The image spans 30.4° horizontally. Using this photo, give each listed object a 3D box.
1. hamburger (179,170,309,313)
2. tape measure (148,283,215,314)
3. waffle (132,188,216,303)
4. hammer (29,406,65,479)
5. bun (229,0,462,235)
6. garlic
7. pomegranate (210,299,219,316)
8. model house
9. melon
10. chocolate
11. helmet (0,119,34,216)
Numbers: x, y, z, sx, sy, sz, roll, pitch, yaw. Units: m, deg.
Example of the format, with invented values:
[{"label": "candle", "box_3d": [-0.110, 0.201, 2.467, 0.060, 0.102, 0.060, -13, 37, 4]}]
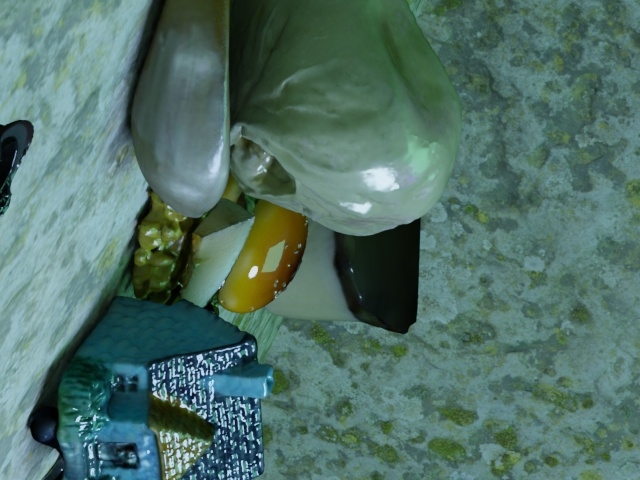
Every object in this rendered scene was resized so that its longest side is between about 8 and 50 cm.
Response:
[{"label": "hamburger", "box_3d": [-0.108, 0.001, 1.850, 0.246, 0.170, 0.246, -61, 175, -9]}, {"label": "tape measure", "box_3d": [-0.230, 0.158, 1.757, 0.199, 0.112, 0.186, 75, 39, -83]}, {"label": "waffle", "box_3d": [-0.174, -0.042, 1.582, 0.293, 0.069, 0.260, 107, 10, -51]}, {"label": "hammer", "box_3d": [-0.345, 0.267, 1.554, 0.290, 0.037, 0.137, 98, 17, -73]}, {"label": "bun", "box_3d": [-0.011, -0.149, 1.330, 0.213, 0.361, 0.361, -28, 154, -32]}, {"label": "garlic", "box_3d": [-0.136, -0.150, 1.225, 0.143, 0.112, 0.318, -104, -154, -56]}, {"label": "pomegranate", "box_3d": [-0.207, 0.123, 1.979, 0.073, 0.073, 0.084, -65, 174, 15]}, {"label": "model house", "box_3d": [-0.180, 0.241, 1.516, 0.226, 0.241, 0.261, -69, 160, -55]}, {"label": "melon", "box_3d": [-0.151, 0.034, 1.578, 0.098, 0.054, 0.182, -45, 162, -44]}, {"label": "chocolate", "box_3d": [0.000, 0.000, 2.142, 0.326, 0.297, 0.314, 30, 60, -53]}, {"label": "helmet", "box_3d": [-0.258, -0.040, 0.821, 0.098, 0.070, 0.123, 118, -7, -69]}]
